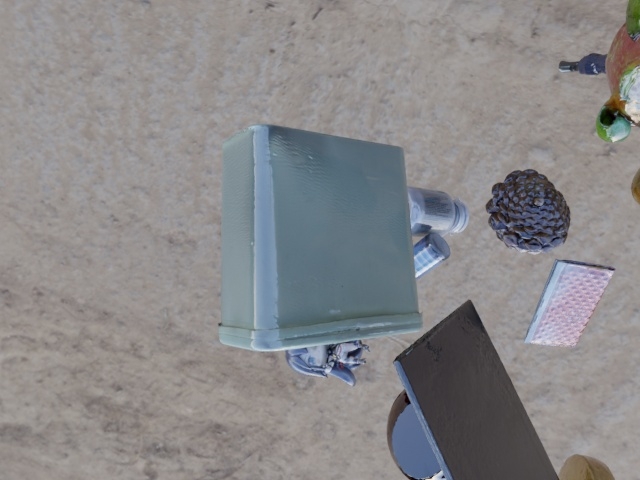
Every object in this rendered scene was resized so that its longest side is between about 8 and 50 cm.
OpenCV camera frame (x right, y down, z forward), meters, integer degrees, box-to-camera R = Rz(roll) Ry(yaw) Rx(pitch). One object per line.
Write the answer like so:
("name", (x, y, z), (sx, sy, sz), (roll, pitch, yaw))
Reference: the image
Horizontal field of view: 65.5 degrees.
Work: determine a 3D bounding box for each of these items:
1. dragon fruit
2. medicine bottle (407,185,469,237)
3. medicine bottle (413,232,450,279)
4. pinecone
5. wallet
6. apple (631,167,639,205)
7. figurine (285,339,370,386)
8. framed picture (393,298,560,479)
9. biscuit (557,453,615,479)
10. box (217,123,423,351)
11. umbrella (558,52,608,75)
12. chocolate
("dragon fruit", (0.522, -0.245, 0.680), (0.295, 0.130, 0.268), (-23, 139, 34))
("medicine bottle", (0.299, -0.073, 1.368), (0.215, 0.135, 0.135), (4, 121, -29))
("medicine bottle", (0.248, 0.065, 1.332), (0.083, 0.083, 0.203), (38, 127, -10))
("pinecone", (0.695, -0.088, 1.672), (0.242, 0.296, 0.298), (-25, 67, 27))
("wallet", (0.453, 0.121, 0.917), (0.103, 0.020, 0.196), (7, 124, 4))
("apple", (0.593, -0.102, 0.843), (0.114, 0.102, 0.099), (-19, 83, 0))
("figurine", (0.021, 0.354, 1.580), (0.265, 0.175, 0.197), (14, 148, 10))
("framed picture", (0.213, 0.250, 0.606), (0.013, 0.244, 0.324), (-28, 83, 37))
("biscuit", (0.383, 0.474, 0.706), (0.052, 0.355, 0.275), (10, 123, 9))
("box", (0.000, 0.000, 0.880), (0.177, 0.352, 0.344), (-12, 80, 54))
("umbrella", (0.735, -0.462, 1.320), (0.071, 0.248, 0.071), (-5, 102, -25))
("chocolate", (0.187, 0.289, 0.767), (0.177, 0.177, 0.177), (3, 116, 7))
